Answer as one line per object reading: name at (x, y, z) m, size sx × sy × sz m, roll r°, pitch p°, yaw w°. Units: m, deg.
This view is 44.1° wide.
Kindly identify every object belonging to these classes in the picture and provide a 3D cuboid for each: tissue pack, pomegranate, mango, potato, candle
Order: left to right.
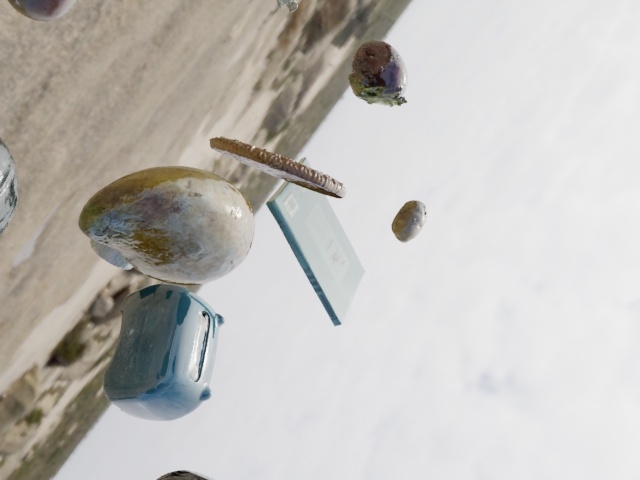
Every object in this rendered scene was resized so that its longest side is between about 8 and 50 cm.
pomegranate at (-0.613, -0.570, 1.677) m, size 0.180 × 0.210 × 0.180 m, roll -36°, pitch -145°, yaw 30°
candle at (-0.471, 0.003, 1.866) m, size 0.068 × 0.168 × 0.192 m, roll -55°, pitch 159°, yaw 7°
tissue pack at (-0.337, 0.243, 1.741) m, size 0.206 × 0.198 × 0.287 m, roll -10°, pitch -126°, yaw 23°
mango at (-0.227, -0.027, 1.215) m, size 0.316 × 0.146 × 0.193 m, roll 17°, pitch 113°, yaw -51°
potato at (0.152, -0.033, 1.336) m, size 0.083 × 0.051 × 0.040 m, roll -57°, pitch -175°, yaw -26°

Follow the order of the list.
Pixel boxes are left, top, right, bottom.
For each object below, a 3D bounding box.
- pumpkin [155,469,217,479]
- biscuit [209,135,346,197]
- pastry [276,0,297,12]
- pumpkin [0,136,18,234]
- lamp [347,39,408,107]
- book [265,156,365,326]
pumpkin at (-0.220, 0.479, 1.099) m, size 0.323 × 0.241 × 0.323 m, roll -41°, pitch 172°, yaw -7°
biscuit at (-0.086, -0.155, 1.637) m, size 0.305 × 0.305 × 0.038 m, roll -156°, pitch -93°, yaw -83°
pastry at (-0.134, -0.615, 1.699) m, size 0.089 × 0.258 × 0.121 m, roll -37°, pitch -131°, yaw 13°
pumpkin at (-0.445, -0.077, 0.876) m, size 0.162 × 0.220 × 0.220 m, roll -49°, pitch -176°, yaw -28°
lamp at (0.129, -0.388, 1.851) m, size 0.135 × 0.156 × 0.157 m, roll -27°, pitch -151°, yaw -10°
book at (0.000, 0.000, 2.031) m, size 0.031 × 0.379 × 0.264 m, roll -17°, pitch -158°, yaw 28°
